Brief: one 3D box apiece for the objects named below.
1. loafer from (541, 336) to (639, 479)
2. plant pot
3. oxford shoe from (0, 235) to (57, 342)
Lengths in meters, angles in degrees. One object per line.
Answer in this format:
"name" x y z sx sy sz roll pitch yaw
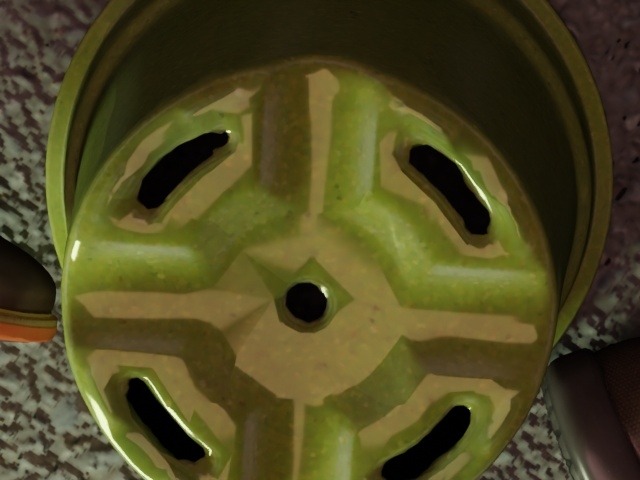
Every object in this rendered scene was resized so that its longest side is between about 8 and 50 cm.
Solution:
"loafer" 0.241 0.194 0.881 0.130 0.134 0.366 -29 100 8
"plant pot" 0.000 0.000 0.786 0.276 0.254 0.276 0 103 2
"oxford shoe" -0.223 -0.044 0.842 0.271 0.097 0.098 30 97 12
